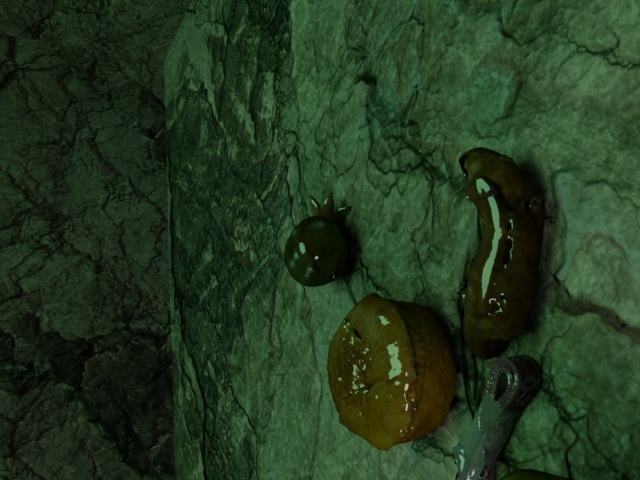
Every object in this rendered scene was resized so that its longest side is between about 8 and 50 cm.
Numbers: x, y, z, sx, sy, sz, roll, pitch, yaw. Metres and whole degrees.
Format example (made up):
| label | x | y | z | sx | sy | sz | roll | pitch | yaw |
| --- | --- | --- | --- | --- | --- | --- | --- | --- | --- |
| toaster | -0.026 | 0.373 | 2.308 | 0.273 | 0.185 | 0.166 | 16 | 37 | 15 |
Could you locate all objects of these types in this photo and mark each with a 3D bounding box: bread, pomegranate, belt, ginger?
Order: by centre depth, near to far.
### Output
| label | x | y | z | sx | sy | sz | roll | pitch | yaw |
| --- | --- | --- | --- | --- | --- | --- | --- | --- | --- |
| ginger | 0.249 | 0.023 | 1.099 | 0.133 | 0.107 | 0.309 | 2 | 91 | 51 |
| belt | 0.246 | 0.263 | 1.123 | 0.071 | 0.053 | 0.231 | 46 | 128 | 48 |
| bread | 0.117 | 0.220 | 1.304 | 0.268 | 0.146 | 0.268 | -1 | 89 | 64 |
| pomegranate | 0.000 | 0.000 | 1.624 | 0.152 | 0.131 | 0.191 | 121 | 167 | -53 |

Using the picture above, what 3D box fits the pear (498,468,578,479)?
| label | x | y | z | sx | sy | sz | roll | pitch | yaw |
| --- | --- | --- | --- | --- | --- | --- | --- | --- | --- |
| pear | 0.273 | 0.396 | 0.823 | 0.321 | 0.269 | 0.269 | 49 | 132 | 33 |
